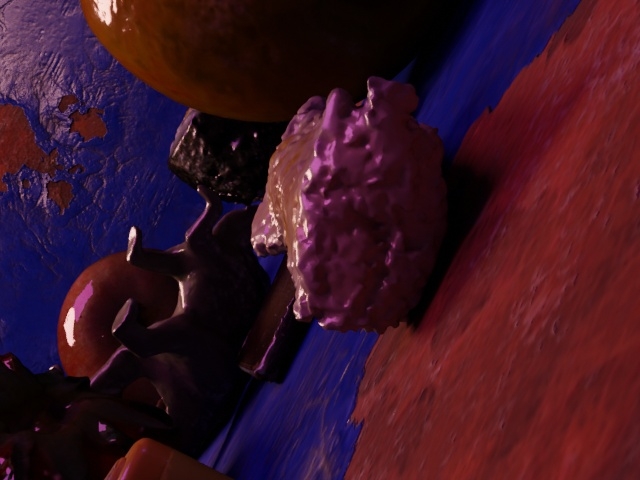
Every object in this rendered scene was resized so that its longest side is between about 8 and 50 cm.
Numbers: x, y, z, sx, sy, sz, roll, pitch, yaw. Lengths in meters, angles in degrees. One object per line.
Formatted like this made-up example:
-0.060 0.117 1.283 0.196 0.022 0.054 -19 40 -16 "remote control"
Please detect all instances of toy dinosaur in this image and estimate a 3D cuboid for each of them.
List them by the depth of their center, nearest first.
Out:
-0.099 0.062 1.040 0.294 0.162 0.077 -58 36 9 "toy dinosaur"

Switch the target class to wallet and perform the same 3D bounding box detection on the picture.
0.000 0.000 0.987 0.232 0.031 0.122 -65 11 -6 "wallet"

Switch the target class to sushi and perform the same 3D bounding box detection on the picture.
-0.076 -0.207 1.791 0.350 0.170 0.211 -66 9 -23 "sushi"

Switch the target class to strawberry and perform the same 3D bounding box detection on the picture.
-0.229 0.230 0.942 0.250 0.238 0.288 -124 48 -59 "strawberry"

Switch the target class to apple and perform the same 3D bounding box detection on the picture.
-0.196 0.103 1.421 0.188 0.188 0.174 -63 -3 -7 "apple"

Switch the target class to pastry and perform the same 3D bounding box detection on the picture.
0.013 -0.020 0.706 0.258 0.089 0.122 -140 74 -84 "pastry"

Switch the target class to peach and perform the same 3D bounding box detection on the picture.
-0.050 -0.243 1.062 0.332 0.308 0.308 15 76 49 "peach"

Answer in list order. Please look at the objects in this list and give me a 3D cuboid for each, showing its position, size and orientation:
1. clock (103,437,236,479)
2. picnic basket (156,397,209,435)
-0.114 0.222 0.706 0.202 0.096 0.143 -65 4 -28 "clock"
-0.116 0.146 1.188 0.193 0.054 0.110 -52 14 57 "picnic basket"
